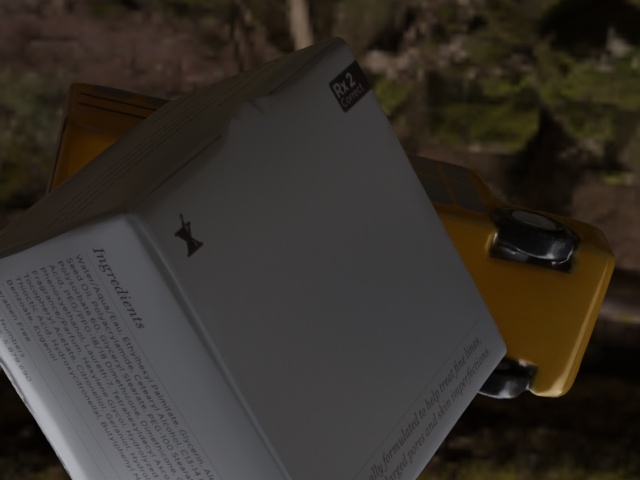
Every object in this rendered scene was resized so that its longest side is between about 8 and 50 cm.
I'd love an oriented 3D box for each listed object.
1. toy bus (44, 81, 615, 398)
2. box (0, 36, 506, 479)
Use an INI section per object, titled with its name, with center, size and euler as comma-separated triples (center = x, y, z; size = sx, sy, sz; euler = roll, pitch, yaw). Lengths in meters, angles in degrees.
[toy bus]
center = 0.000, 0.000, 1.022
size = 0.333, 0.108, 0.130
euler = 12, -162, -10
[box]
center = -0.033, 0.033, 0.758
size = 0.119, 0.182, 0.181
euler = -17, -162, 38
